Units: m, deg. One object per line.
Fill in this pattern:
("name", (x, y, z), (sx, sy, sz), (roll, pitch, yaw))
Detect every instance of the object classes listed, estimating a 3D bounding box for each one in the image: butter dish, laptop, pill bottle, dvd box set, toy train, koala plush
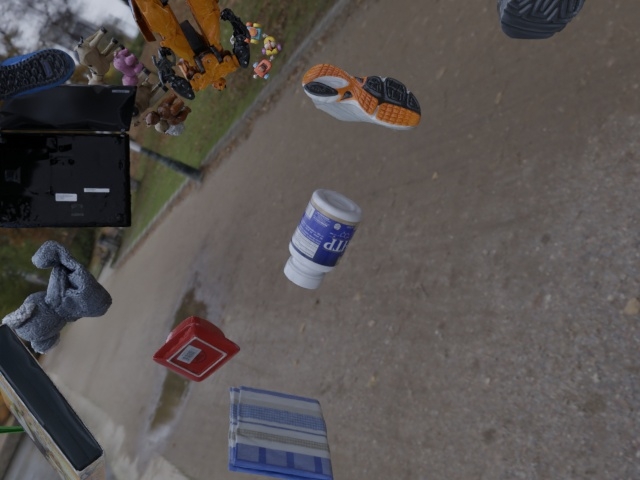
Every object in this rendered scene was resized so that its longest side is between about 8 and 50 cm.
("butter dish", (-0.303, 0.243, 1.692), (0.160, 0.160, 0.118), (-40, 37, 19))
("laptop", (-0.459, -0.160, 1.276), (0.136, 0.234, 0.264), (-138, 48, -81))
("pill bottle", (0.000, 0.000, 1.418), (0.112, 0.112, 0.187), (-101, 34, -63))
("dvd box set", (-0.536, 0.364, 1.372), (0.062, 0.308, 0.420), (-36, -12, -30))
("toy train", (-0.191, -0.574, 2.088), (0.125, 0.166, 0.046), (-40, 4, 8))
("koala plush", (-0.636, 0.157, 1.659), (0.221, 0.203, 0.196), (-44, -30, -19))

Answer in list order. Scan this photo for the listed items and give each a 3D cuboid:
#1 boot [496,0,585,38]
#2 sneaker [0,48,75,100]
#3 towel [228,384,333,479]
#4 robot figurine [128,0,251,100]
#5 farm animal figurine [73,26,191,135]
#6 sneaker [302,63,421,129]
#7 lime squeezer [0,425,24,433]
("boot", (0.333, -0.570, 0.971), (0.367, 0.146, 0.445), (132, 143, -56))
("sneaker", (-0.519, -0.273, 1.174), (0.082, 0.209, 0.069), (-142, 38, -75))
("towel", (-0.087, 0.390, 1.414), (0.285, 0.209, 0.034), (-109, 32, -71))
("robot figurine", (-0.266, -0.433, 1.403), (0.211, 0.291, 0.085), (-32, 36, -8))
("farm animal figurine", (-0.531, -0.407, 1.931), (0.172, 0.330, 0.327), (-47, 8, 0))
("sneaker", (0.094, -0.292, 1.484), (0.099, 0.262, 0.121), (-63, -16, -11))
("lime squeezer", (-0.902, 0.530, 1.830), (0.310, 0.110, 0.059), (-9, -53, -61))
